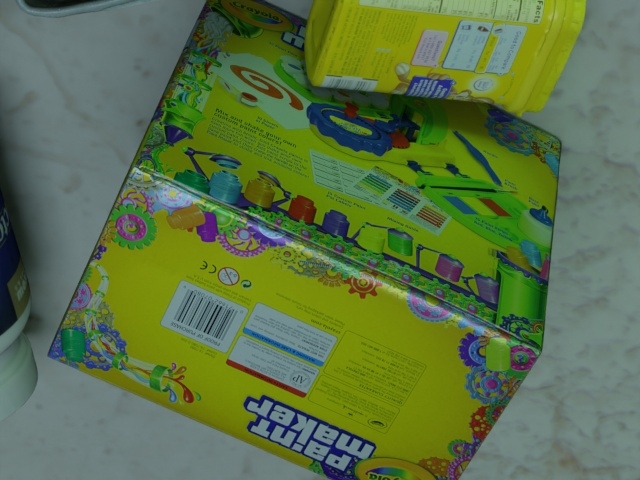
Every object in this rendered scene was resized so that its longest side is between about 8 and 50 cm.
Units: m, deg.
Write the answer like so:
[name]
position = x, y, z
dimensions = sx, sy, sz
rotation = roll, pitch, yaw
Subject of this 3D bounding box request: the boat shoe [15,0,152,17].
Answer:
[boat shoe]
position = -0.066, -0.232, 1.343
dimensions = 0.320, 0.103, 0.118
rotation = -15, 120, 18

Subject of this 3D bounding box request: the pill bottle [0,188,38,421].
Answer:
[pill bottle]
position = -0.314, 0.017, 1.526
dimensions = 0.153, 0.153, 0.264
rotation = -3, 123, 13

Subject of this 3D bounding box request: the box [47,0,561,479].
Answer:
[box]
position = 0.000, 0.000, 1.380
dimensions = 0.290, 0.279, 0.177
rotation = 25, 124, -5

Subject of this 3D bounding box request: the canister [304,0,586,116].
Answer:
[canister]
position = 0.084, -0.152, 1.351
dimensions = 0.170, 0.073, 0.126
rotation = 5, 141, -14
